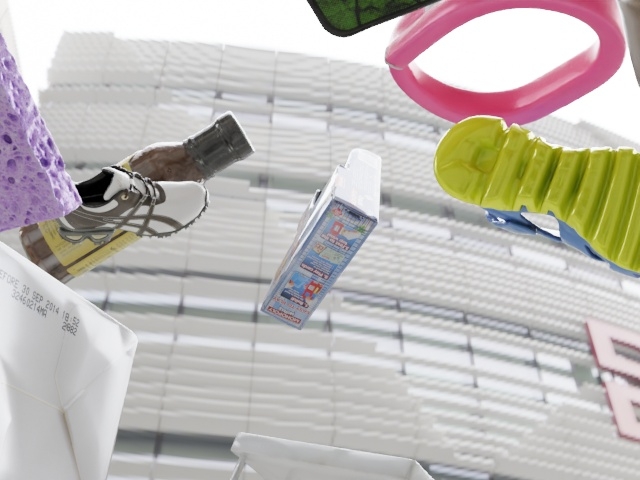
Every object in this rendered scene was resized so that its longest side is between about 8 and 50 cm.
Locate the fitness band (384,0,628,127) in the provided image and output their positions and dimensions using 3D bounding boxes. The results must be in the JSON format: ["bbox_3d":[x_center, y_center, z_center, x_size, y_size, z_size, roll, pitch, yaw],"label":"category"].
[{"bbox_3d":[0.195,-0.202,1.151,0.209,0.054,0.291,22,-24,-23],"label":"fitness band"}]

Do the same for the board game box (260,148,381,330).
[{"bbox_3d":[0.000,0.000,1.282,0.060,0.194,0.194,28,-66,-9],"label":"board game box"}]

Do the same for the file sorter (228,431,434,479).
[{"bbox_3d":[0.039,0.318,0.930,0.193,0.173,0.277,-1,-38,40],"label":"file sorter"}]

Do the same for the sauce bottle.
[{"bbox_3d":[-0.254,-0.064,1.509,0.344,0.111,0.111,-30,-58,1],"label":"sauce bottle"}]

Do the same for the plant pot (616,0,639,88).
[{"bbox_3d":[0.276,-0.037,0.462,0.263,0.263,0.229,-13,-70,9],"label":"plant pot"}]

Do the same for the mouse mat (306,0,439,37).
[{"bbox_3d":[0.052,-0.220,0.688,0.190,0.152,0.007,-25,-13,-20],"label":"mouse mat"}]

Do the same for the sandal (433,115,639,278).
[{"bbox_3d":[0.282,-0.039,1.150,0.317,0.126,0.138,26,-7,24],"label":"sandal"}]

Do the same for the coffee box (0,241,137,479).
[{"bbox_3d":[-0.270,0.068,0.544,0.297,0.118,0.168,2,-22,21],"label":"coffee box"}]

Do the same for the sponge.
[{"bbox_3d":[-0.268,-0.102,0.786,0.117,0.031,0.210,-10,-68,28],"label":"sponge"}]

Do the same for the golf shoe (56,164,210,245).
[{"bbox_3d":[-0.232,-0.051,1.338,0.198,0.077,0.094,-14,-36,-20],"label":"golf shoe"}]
